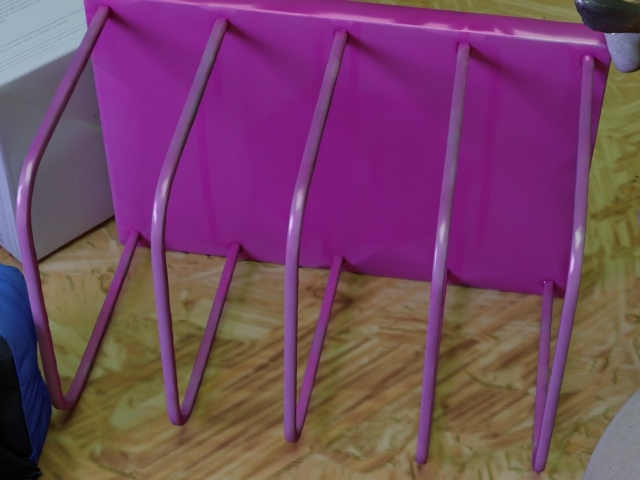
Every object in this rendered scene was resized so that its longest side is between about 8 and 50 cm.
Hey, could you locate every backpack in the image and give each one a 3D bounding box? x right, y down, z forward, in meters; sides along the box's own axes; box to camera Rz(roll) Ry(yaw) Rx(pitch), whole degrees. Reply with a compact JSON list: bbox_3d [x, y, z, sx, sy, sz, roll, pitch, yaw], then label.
[{"bbox_3d":[-0.201,0.061,0.771,0.098,0.120,0.101,-2,43,-2],"label":"backpack"}]

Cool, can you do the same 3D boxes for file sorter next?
[{"bbox_3d":[0.000,0.000,0.786,0.291,0.202,0.182,7,46,6],"label":"file sorter"}]

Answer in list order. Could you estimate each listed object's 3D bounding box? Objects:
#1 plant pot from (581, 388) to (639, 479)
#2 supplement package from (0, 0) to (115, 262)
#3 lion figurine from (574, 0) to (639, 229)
[{"bbox_3d":[0.251,0.162,0.609,0.256,0.256,0.274,-28,33,-27],"label":"plant pot"},{"bbox_3d":[-0.189,-0.127,0.953,0.194,0.149,0.203,-32,52,-30],"label":"supplement package"},{"bbox_3d":[0.306,-0.008,0.716,0.240,0.392,0.142,-17,39,29],"label":"lion figurine"}]
